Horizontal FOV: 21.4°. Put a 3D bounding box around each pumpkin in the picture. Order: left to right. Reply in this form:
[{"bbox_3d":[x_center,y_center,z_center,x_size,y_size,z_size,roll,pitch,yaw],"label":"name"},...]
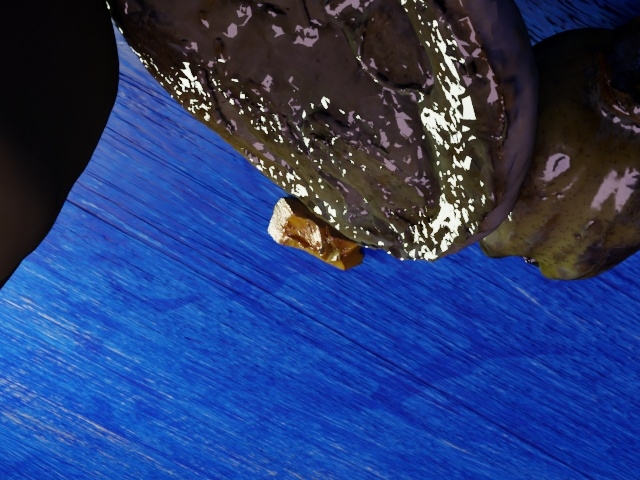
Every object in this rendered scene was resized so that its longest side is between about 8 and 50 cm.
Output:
[{"bbox_3d":[-0.002,0.000,1.583,0.101,0.035,0.073,22,158,-5],"label":"pumpkin"}]

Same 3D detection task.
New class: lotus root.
[{"bbox_3d":[0.186,-0.071,1.163,0.154,0.154,0.278,23,151,-2],"label":"lotus root"}]

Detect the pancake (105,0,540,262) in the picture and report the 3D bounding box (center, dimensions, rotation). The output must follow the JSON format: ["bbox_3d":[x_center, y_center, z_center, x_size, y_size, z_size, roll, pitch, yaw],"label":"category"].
[{"bbox_3d":[-0.010,-0.146,1.138,0.387,0.082,0.387,32,146,25],"label":"pancake"}]

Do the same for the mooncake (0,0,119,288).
[{"bbox_3d":[-0.373,-0.135,1.230,0.467,0.262,0.467,14,132,16],"label":"mooncake"}]
